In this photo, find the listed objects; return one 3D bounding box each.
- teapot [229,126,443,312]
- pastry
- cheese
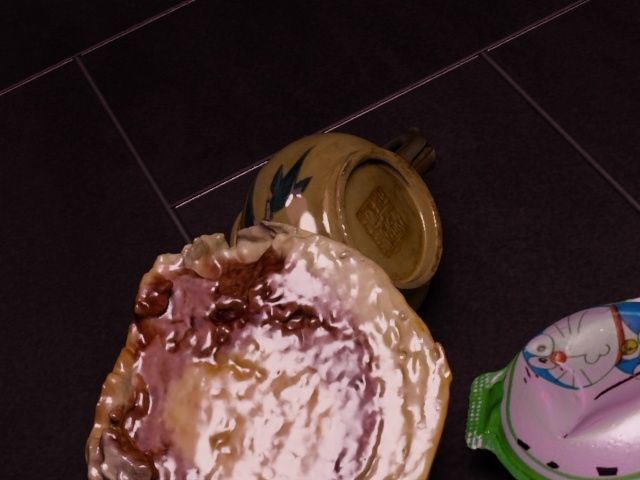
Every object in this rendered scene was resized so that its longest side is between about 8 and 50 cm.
[{"bbox_3d":[0.000,0.000,1.535,0.182,0.173,0.269,-23,22,41],"label":"teapot"},{"bbox_3d":[-0.032,0.132,1.366,0.236,0.170,0.256,16,66,5],"label":"pastry"},{"bbox_3d":[0.259,0.106,1.327,0.320,0.083,0.204,-8,40,18],"label":"cheese"}]
